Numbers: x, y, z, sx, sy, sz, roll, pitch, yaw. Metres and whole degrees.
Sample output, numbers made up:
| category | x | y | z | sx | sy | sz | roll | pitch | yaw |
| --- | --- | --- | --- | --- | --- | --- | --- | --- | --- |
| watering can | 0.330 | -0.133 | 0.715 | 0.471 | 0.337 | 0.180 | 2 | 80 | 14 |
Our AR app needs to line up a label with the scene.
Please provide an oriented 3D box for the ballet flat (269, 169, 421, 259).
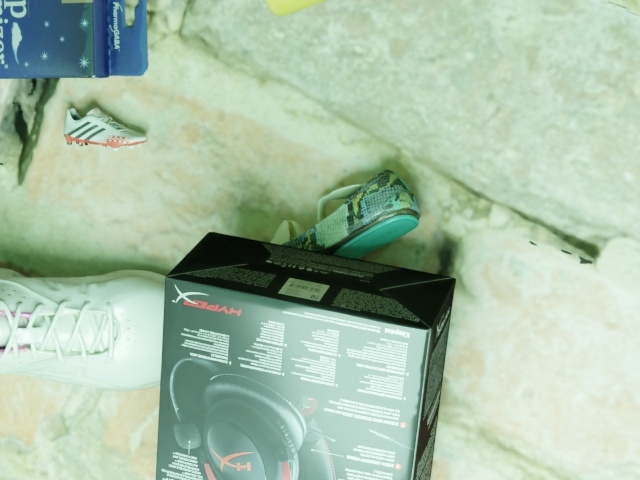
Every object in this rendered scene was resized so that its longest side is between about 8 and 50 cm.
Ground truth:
| category | x | y | z | sx | sy | sz | roll | pitch | yaw |
| --- | --- | --- | --- | --- | --- | --- | --- | --- | --- |
| ballet flat | 0.000 | 0.000 | 1.301 | 0.188 | 0.070 | 0.070 | -29 | 87 | 18 |

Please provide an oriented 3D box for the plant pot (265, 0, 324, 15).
| category | x | y | z | sx | sy | sz | roll | pitch | yaw |
| --- | --- | --- | --- | --- | --- | --- | --- | --- | --- |
| plant pot | 0.034 | -0.326 | 1.158 | 0.239 | 0.254 | 0.254 | -18 | 90 | 5 |

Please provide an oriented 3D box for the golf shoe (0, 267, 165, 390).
| category | x | y | z | sx | sy | sz | roll | pitch | yaw |
| --- | --- | --- | --- | --- | --- | --- | --- | --- | --- |
| golf shoe | -0.244 | 0.083 | 1.348 | 0.306 | 0.140 | 0.115 | 1 | 95 | 18 |

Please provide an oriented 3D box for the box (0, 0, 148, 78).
| category | x | y | z | sx | sy | sz | roll | pitch | yaw |
| --- | --- | --- | --- | --- | --- | --- | --- | --- | --- |
| box | -0.265 | -0.214 | 1.375 | 0.225 | 0.036 | 0.136 | 1 | 97 | 18 |

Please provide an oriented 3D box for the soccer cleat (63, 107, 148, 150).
| category | x | y | z | sx | sy | sz | roll | pitch | yaw |
| --- | --- | --- | --- | --- | --- | --- | --- | --- | --- |
| soccer cleat | -0.193 | -0.100 | 1.366 | 0.083 | 0.029 | 0.035 | 7 | 103 | 23 |

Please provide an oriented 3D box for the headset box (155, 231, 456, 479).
| category | x | y | z | sx | sy | sz | roll | pitch | yaw |
| --- | --- | --- | --- | --- | --- | --- | --- | --- | --- |
| headset box | -0.018 | 0.161 | 1.260 | 0.218 | 0.110 | 0.293 | 10 | 113 | 13 |
